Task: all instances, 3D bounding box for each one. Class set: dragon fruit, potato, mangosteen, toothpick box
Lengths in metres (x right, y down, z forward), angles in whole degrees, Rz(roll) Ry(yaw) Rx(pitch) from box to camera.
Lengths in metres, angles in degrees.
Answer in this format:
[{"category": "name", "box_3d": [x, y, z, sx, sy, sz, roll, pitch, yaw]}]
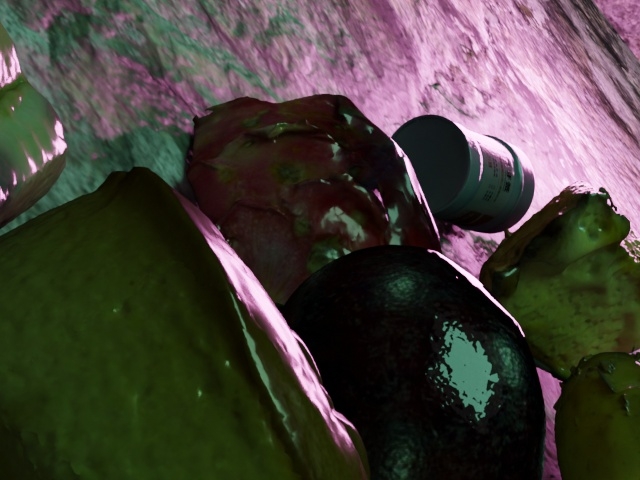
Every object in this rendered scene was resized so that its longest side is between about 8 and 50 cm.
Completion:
[{"category": "dragon fruit", "box_3d": [0.006, -0.005, 1.002, 0.274, 0.126, 0.161, 58, 23, 5]}, {"category": "potato", "box_3d": [0.294, 0.234, 1.226, 0.173, 0.140, 0.300, 29, 39, -38]}, {"category": "mangosteen", "box_3d": [0.031, 0.110, 0.835, 0.216, 0.216, 0.216, 43, 27, -28]}, {"category": "toothpick box", "box_3d": [0.140, -0.063, 1.363, 0.153, 0.101, 0.101, 10, 50, -57]}]

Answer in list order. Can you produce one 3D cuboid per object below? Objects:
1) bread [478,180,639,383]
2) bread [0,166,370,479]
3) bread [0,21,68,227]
[{"category": "bread", "box_3d": [0.239, 0.025, 1.355, 0.251, 0.174, 0.133, 34, 16, -45]}, {"category": "bread", "box_3d": [-0.065, 0.097, 0.602, 0.270, 0.148, 0.270, 58, -15, 25]}, {"category": "bread", "box_3d": [-0.244, -0.026, 0.521, 0.187, 0.155, 0.338, 60, 20, -13]}]
